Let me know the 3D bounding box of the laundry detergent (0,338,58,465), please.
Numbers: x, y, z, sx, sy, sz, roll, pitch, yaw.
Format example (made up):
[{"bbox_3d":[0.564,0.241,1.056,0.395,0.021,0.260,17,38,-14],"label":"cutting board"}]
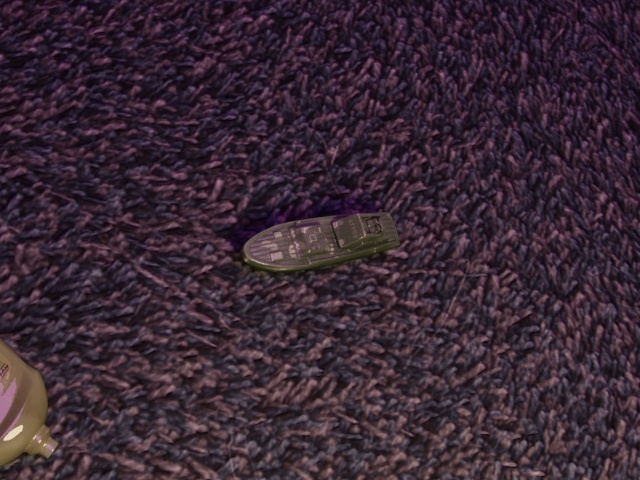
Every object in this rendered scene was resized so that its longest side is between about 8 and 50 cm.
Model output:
[{"bbox_3d":[-0.449,0.201,1.668,0.253,0.091,0.181,36,59,-3],"label":"laundry detergent"}]

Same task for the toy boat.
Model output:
[{"bbox_3d":[0.000,0.000,1.952,0.260,0.085,0.078,-9,70,-26],"label":"toy boat"}]
